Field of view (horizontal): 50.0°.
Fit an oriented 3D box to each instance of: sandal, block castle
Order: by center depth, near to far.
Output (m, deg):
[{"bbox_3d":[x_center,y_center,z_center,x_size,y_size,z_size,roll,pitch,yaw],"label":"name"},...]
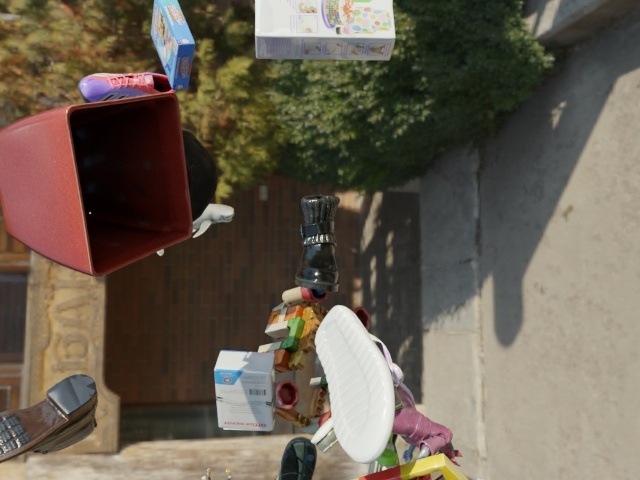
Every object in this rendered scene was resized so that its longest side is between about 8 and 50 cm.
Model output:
[{"bbox_3d":[0.091,0.273,1.399,0.169,0.102,0.416,-56,26,22],"label":"sandal"},{"bbox_3d":[-0.079,0.678,1.909,0.086,0.120,0.303,-89,20,-80],"label":"sandal"},{"bbox_3d":[-0.011,0.367,2.194,0.212,0.303,0.453,-20,42,43],"label":"block castle"}]

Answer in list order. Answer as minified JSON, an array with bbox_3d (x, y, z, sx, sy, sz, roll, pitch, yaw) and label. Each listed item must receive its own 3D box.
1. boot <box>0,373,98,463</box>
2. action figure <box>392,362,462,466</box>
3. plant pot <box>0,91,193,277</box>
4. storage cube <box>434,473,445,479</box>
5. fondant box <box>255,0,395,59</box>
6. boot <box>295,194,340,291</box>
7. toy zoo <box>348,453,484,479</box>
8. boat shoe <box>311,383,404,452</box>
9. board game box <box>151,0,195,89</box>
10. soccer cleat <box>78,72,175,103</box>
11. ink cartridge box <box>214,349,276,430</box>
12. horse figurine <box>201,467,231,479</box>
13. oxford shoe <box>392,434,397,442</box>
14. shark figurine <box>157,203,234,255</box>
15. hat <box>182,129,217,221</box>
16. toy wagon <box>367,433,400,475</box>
[{"bbox_3d":[-0.419,0.292,0.997,0.082,0.219,0.106,40,143,32],"label":"boot"},{"bbox_3d":[0.284,0.559,2.091,0.276,0.370,0.248,-61,6,-3],"label":"action figure"},{"bbox_3d":[-0.408,-0.109,1.193,0.267,0.235,0.267,-32,-58,-60],"label":"plant pot"},{"bbox_3d":[0.339,0.717,1.691,0.215,0.193,0.184,-61,4,43],"label":"storage cube"},{"bbox_3d":[0.006,-0.561,1.665,0.096,0.330,0.238,98,171,-68],"label":"fondant box"},{"bbox_3d":[-0.004,-0.001,2.099,0.348,0.131,0.260,-110,27,-76],"label":"boot"},{"bbox_3d":[0.183,0.516,1.358,0.192,0.293,0.030,60,-162,-28],"label":"toy zoo"},{"bbox_3d":[0.096,0.416,1.605,0.091,0.305,0.109,54,128,10],"label":"boat shoe"},{"bbox_3d":[-0.387,-0.525,1.791,0.210,0.047,0.160,66,152,24],"label":"board game box"},{"bbox_3d":[-0.562,-0.456,2.030,0.116,0.318,0.109,-19,87,38],"label":"soccer cleat"},{"bbox_3d":[-0.195,0.398,1.816,0.086,0.148,0.203,-83,-5,-60],"label":"ink cartridge box"},{"bbox_3d":[-0.247,0.753,2.021,0.066,0.263,0.174,-54,-17,-49],"label":"horse figurine"},{"bbox_3d":[0.241,0.610,2.275,0.096,0.082,0.227,-7,66,44],"label":"oxford shoe"},{"bbox_3d":[-0.378,-0.070,1.973,0.166,0.278,0.116,-92,-21,-72],"label":"shark figurine"},{"bbox_3d":[-0.407,-0.136,1.625,0.134,0.331,0.331,34,130,29],"label":"hat"},{"bbox_3d":[0.150,0.641,1.703,0.344,0.068,0.267,-96,13,-80],"label":"toy wagon"}]
